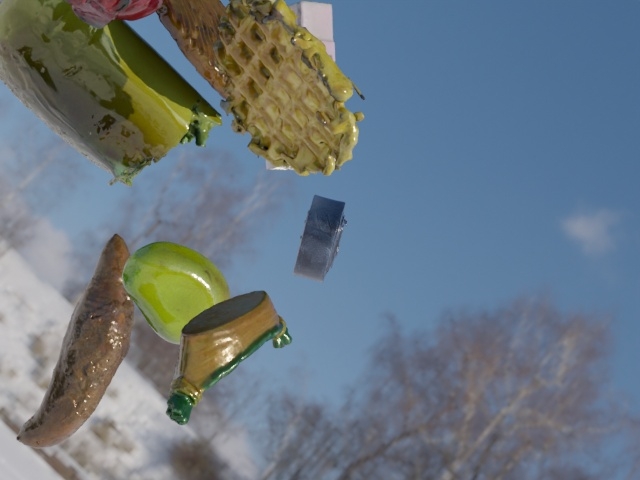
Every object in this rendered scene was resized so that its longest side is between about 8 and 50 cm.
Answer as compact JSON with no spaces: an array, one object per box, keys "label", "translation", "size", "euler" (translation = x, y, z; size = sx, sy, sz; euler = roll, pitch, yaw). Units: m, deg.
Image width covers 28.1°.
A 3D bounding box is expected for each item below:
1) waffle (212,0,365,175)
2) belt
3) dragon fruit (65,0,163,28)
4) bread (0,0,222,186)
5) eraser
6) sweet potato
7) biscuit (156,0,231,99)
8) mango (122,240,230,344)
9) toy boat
[{"label":"waffle","translation":[-0.055,-0.214,1.765],"size":[0.280,0.060,0.262],"euler":[19,-52,46]},{"label":"belt","translation":[0.000,0.000,2.537],"size":[0.082,0.141,0.190],"euler":[16,-48,1]},{"label":"dragon fruit","translation":[-0.278,-0.400,1.763],"size":[0.193,0.274,0.192],"euler":[6,-64,10]},{"label":"bread","translation":[-0.368,-0.260,2.055],"size":[0.376,0.208,0.251],"euler":[47,-19,-23]},{"label":"eraser","translation":[-0.039,-0.271,2.265],"size":[0.130,0.086,0.287],"euler":[-4,-92,51]},{"label":"sweet potato","translation":[-0.340,0.157,1.884],"size":[0.114,0.341,0.092],"euler":[18,-6,40]},{"label":"biscuit","translation":[-0.170,-0.326,2.034],"size":[0.318,0.040,0.318],"euler":[48,16,-19]},{"label":"mango","translation":[-0.184,0.067,1.678],"size":[0.163,0.117,0.089],"euler":[61,-5,-37]},{"label":"toy boat","translation":[-0.107,0.125,1.456],"size":[0.089,0.229,0.088],"euler":[0,-71,34]}]
